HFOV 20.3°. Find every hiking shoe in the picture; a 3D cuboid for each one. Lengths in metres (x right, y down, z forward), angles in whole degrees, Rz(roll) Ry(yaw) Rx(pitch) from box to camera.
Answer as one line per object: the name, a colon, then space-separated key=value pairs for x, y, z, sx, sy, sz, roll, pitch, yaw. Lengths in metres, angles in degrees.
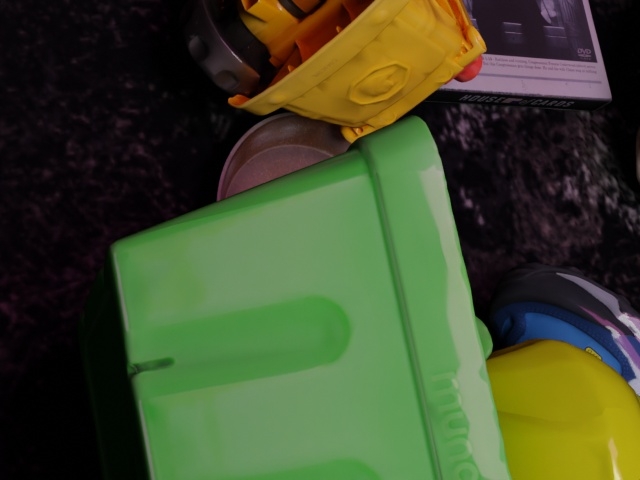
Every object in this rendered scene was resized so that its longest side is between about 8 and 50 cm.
hiking shoe: x=0.188 y=0.158 z=1.160 sx=0.132 sy=0.113 sz=0.304 roll=-29 pitch=89 yaw=-40

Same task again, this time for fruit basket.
fruit basket: x=0.074 y=0.140 z=0.957 sx=0.392 sy=0.283 sz=0.392 roll=4 pitch=73 yaw=-12

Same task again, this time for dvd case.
dvd case: x=0.118 y=-0.212 z=1.317 sx=0.179 sy=0.029 sz=0.239 roll=0 pitch=72 yaw=-36

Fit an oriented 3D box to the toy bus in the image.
toy bus: x=0.014 y=-0.175 z=1.157 sx=0.211 sy=0.149 sz=0.220 roll=20 pitch=40 yaw=-50

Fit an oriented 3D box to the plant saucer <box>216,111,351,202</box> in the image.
plant saucer: x=0.000 y=0.000 z=1.146 sx=0.168 sy=0.029 sz=0.168 roll=14 pitch=64 yaw=-30

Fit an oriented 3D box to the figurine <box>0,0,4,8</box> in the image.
figurine: x=-0.213 y=-0.269 z=1.072 sx=0.209 sy=0.092 sz=0.215 roll=50 pitch=46 yaw=-18

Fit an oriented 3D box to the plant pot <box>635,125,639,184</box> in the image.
plant pot: x=0.385 y=-0.146 z=1.321 sx=0.334 sy=0.334 sz=0.305 roll=36 pitch=65 yaw=-19
